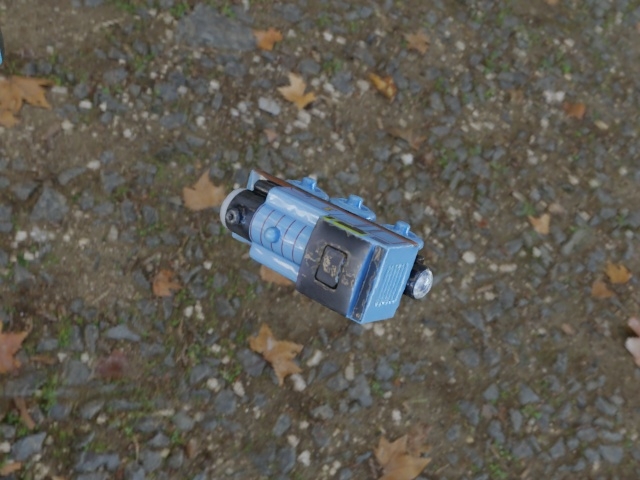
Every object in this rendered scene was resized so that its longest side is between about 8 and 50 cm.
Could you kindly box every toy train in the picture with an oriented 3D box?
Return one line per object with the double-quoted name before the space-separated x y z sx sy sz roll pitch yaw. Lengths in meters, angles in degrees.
"toy train" 0.000 0.000 0.660 0.184 0.080 0.105 28 14 29

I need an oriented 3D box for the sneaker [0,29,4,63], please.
"sneaker" -0.230 -0.104 0.448 0.125 0.140 0.341 -13 34 0
